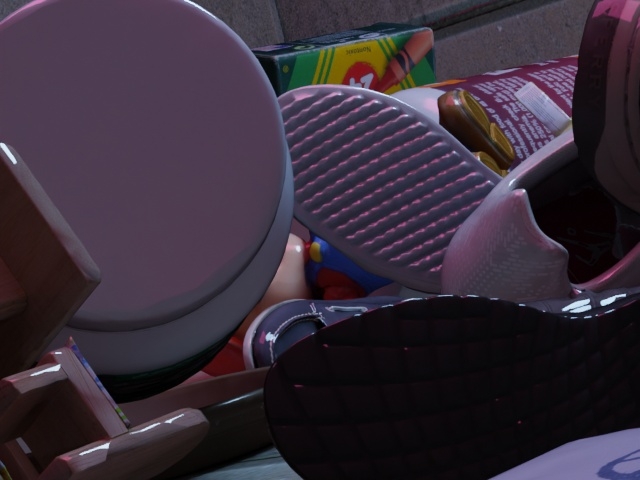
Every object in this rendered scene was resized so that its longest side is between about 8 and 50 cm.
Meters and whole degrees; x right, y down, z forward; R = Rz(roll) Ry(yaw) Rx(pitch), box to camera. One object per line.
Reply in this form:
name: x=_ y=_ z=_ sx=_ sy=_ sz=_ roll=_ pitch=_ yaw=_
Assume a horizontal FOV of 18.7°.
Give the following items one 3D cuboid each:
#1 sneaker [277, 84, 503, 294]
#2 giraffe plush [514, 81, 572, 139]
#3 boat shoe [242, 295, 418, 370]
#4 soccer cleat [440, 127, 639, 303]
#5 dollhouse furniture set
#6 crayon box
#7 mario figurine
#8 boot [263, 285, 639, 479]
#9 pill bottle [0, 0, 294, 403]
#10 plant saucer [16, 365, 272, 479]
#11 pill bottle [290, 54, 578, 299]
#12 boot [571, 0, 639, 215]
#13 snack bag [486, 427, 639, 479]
sneaker: x=0.084 y=-0.003 z=1.267 sx=0.282 sy=0.102 sz=0.161 roll=28 pitch=-5 yaw=0
giraffe plush: x=0.246 y=-0.019 z=1.642 sx=0.181 sy=0.210 sz=0.170 roll=-28 pitch=-36 yaw=11
boat shoe: x=0.022 y=0.071 z=1.427 sx=0.065 sy=0.075 sz=0.206 roll=-18 pitch=-6 yaw=35
soccer cleat: x=0.214 y=-0.036 z=1.130 sx=0.331 sy=0.116 sz=0.143 roll=-30 pitch=-18 yaw=-29
dollhouse furniture set: x=-0.165 y=0.057 z=0.881 sx=0.161 sy=0.212 sz=0.242 roll=-17 pitch=-24 yaw=-51
crayon box: x=0.024 y=-0.044 z=1.934 sx=0.202 sy=0.319 sz=0.081 roll=-16 pitch=18 yaw=-36
mario figurine: x=0.000 y=0.000 z=1.588 sx=0.320 sy=0.170 sz=0.198 roll=-35 pitch=1 yaw=20
boot: x=0.075 y=0.070 z=0.832 sx=0.246 sy=0.083 sz=0.161 roll=-9 pitch=-9 yaw=-21
pill bottle: x=-0.123 y=-0.017 z=1.123 sx=0.204 sy=0.204 sz=0.361 roll=-14 pitch=-7 yaw=-9
plant saucer: x=-0.131 y=0.129 z=1.237 sx=0.278 sy=0.041 sz=0.278 roll=-14 pitch=0 yaw=0
pill bottle: x=0.164 y=-0.048 z=1.850 sx=0.392 sy=0.224 sz=0.224 roll=-14 pitch=0 yaw=-38
boot: x=0.329 y=-0.040 z=0.976 sx=0.284 sy=0.138 sz=0.377 roll=3 pitch=-13 yaw=37
snack bag: x=0.104 y=0.078 z=0.451 sx=0.323 sy=0.037 sz=0.342 roll=-15 pitch=0 yaw=42
